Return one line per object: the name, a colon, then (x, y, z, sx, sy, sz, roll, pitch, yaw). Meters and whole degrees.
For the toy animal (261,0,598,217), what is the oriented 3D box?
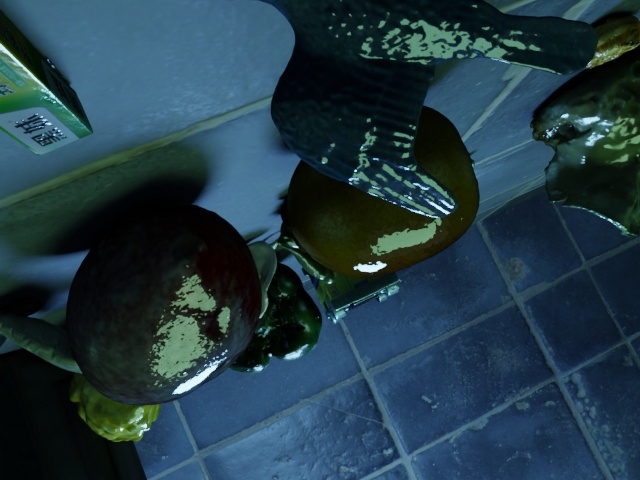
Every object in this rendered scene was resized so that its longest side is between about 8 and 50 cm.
toy animal: (0.035, -0.127, 0.383, 0.255, 0.239, 0.176, 13, -150, 8)

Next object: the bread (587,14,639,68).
bread: (0.390, -0.268, 0.907, 0.110, 0.044, 0.083, -21, 172, -44)

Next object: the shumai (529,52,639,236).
shumai: (0.569, -0.163, 1.229, 0.330, 0.288, 0.292, -19, 169, -27)

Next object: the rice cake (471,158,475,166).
rice cake: (0.243, -0.126, 1.389, 0.170, 0.029, 0.033, -27, 168, 15)

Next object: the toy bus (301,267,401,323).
toy bus: (0.053, 0.064, 1.443, 0.152, 0.190, 0.312, -25, 171, -7)

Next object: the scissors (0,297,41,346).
scissors: (-0.459, 0.129, 0.956, 0.088, 0.017, 0.220, -20, 170, -36)

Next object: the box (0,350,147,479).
box: (-0.524, 0.392, 1.270, 0.251, 0.345, 0.204, -29, 170, 31)

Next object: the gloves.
gloves: (-0.005, -0.013, 1.110, 0.135, 0.107, 0.268, -21, 154, 2)

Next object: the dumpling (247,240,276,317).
dumpling: (-0.148, 0.084, 1.180, 0.169, 0.134, 0.100, -25, 171, -24)

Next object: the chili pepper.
chili pepper: (-0.124, 0.163, 1.478, 0.248, 0.233, 0.256, -9, 179, -3)

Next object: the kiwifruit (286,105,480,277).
kiwifruit: (0.069, -0.054, 0.796, 0.234, 0.196, 0.196, -29, 171, 12)

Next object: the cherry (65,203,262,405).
cherry: (-0.178, 0.070, 0.780, 0.230, 0.203, 0.300, -14, 151, -31)

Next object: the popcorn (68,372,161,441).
popcorn: (-0.367, 0.229, 1.187, 0.192, 0.233, 0.266, -1, 133, 2)

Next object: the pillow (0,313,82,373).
pillow: (-0.342, 0.151, 0.913, 0.230, 0.148, 0.050, 81, 31, -71)

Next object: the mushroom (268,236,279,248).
mushroom: (-0.185, 0.061, 1.282, 0.306, 0.043, 0.068, -28, -164, 7)

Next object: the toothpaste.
toothpaste: (-0.176, -0.093, 0.360, 0.043, 0.037, 0.178, -26, 171, -4)
